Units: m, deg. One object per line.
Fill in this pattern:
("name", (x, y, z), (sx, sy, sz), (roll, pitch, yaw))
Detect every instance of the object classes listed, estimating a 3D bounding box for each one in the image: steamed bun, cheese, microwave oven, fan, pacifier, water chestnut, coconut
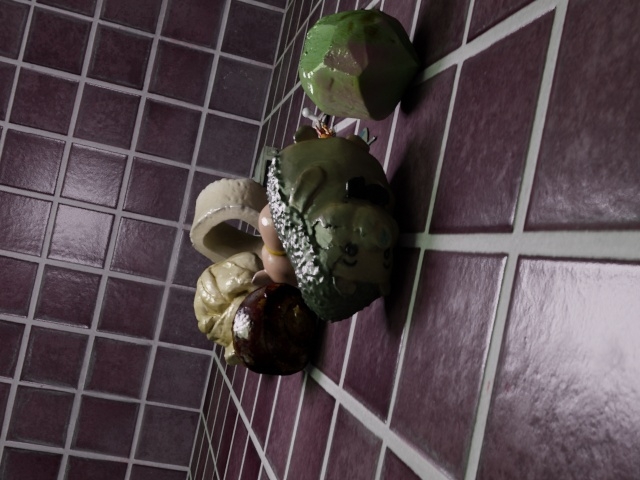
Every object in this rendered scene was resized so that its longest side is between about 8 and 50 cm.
("steamed bun", (-0.258, 0.206, 2.225), (0.325, 0.230, 0.373), (130, 132, -62))
("cheese", (-0.244, -0.040, 2.364), (0.292, 0.332, 0.153), (-32, 40, 35))
("microwave oven", (-0.159, -0.192, 2.509), (0.163, 0.129, 0.205), (118, 161, -57))
("fan", (0.097, -0.208, 1.659), (0.175, 0.005, 0.113), (146, 136, -74))
("pacifier", (-0.017, -0.367, 2.168), (0.082, 0.078, 0.099), (-58, 9, -8))
("water chestnut", (-0.120, 0.216, 1.736), (0.223, 0.238, 0.224), (29, -123, -59))
("coconut", (0.080, -0.335, 1.406), (0.236, 0.235, 0.205), (-103, 5, -63))

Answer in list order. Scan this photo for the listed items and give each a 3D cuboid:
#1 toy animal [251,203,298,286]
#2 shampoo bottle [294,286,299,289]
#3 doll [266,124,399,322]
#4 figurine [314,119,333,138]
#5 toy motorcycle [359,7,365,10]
("toy animal", (-0.076, -0.003, 1.805), (0.149, 0.165, 0.248), (-47, -41, -59))
("shampoo bottle", (-0.109, 0.191, 1.970), (0.104, 0.104, 0.278), (147, 133, -73))
("doll", (0.030, -0.034, 1.306), (0.247, 0.247, 0.350), (120, 149, -55))
("figurine", (0.009, -0.299, 2.030), (0.047, 0.064, 0.109), (-45, 39, 30))
("toy motorcycle", (0.061, -0.474, 1.838), (0.204, 0.108, 0.239), (-129, 52, -74))
